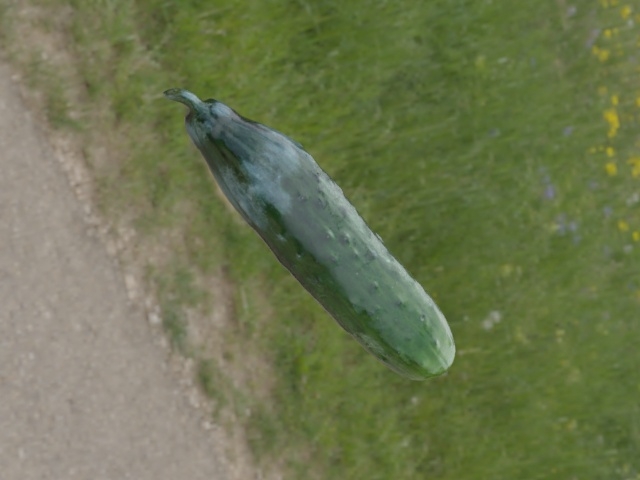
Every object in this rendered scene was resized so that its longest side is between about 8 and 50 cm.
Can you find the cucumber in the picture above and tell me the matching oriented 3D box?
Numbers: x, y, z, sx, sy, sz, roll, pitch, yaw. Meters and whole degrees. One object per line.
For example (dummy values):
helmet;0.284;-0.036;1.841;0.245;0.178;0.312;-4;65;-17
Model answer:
cucumber;0.000;0.000;0.448;0.155;0.037;0.037;47;34;-18
